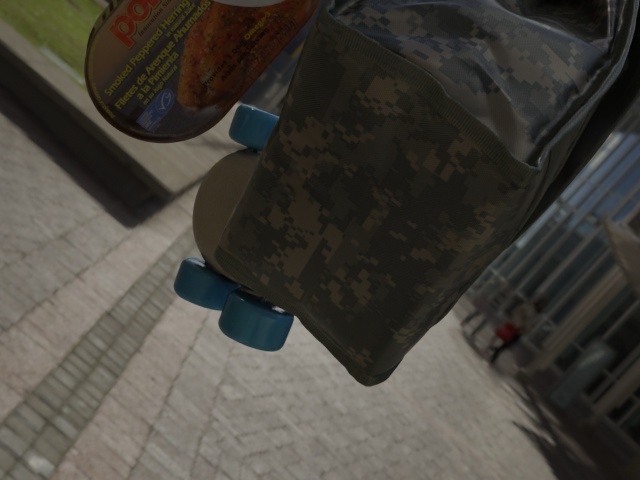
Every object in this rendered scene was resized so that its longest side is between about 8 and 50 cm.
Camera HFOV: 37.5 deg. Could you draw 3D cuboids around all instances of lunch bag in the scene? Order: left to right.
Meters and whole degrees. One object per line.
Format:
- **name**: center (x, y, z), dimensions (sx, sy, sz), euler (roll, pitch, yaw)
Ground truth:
- **lunch bag**: center (0.092, -0.080, 0.630), dimensions (0.169, 0.235, 0.287), euler (39, 49, 7)

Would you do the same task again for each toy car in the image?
- **toy car**: center (0.000, 0.000, 1.030), dimensions (0.238, 0.219, 0.210), euler (16, 8, -38)

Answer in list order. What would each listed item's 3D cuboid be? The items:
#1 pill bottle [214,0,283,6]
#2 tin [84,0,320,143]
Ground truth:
- **pill bottle**: center (-0.032, -0.226, 0.494), dimensions (0.108, 0.193, 0.108), euler (5, -22, 2)
- **tin**: center (-0.080, -0.150, 0.632), dimensions (0.106, 0.189, 0.040), euler (34, 18, -35)
